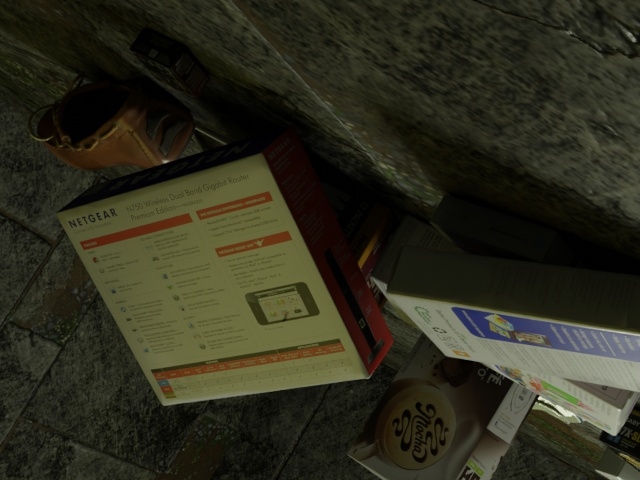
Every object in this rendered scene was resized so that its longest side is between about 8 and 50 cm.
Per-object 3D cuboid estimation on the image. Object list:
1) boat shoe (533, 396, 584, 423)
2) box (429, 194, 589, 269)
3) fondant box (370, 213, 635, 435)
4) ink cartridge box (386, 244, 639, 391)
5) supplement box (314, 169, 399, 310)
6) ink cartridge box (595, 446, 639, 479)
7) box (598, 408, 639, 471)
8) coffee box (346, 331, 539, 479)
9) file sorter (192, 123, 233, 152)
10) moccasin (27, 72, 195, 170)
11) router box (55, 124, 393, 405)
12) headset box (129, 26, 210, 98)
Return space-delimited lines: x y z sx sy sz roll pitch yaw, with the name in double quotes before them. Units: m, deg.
"boat shoe" 0.326 0.243 1.819 0.302 0.094 0.109 32 172 -2
"box" 0.217 0.027 1.090 0.145 0.038 0.186 23 170 43
"fondant box" 0.243 0.111 1.308 0.330 0.096 0.238 29 172 21
"ink cartridge box" 0.262 0.087 1.001 0.371 0.069 0.176 10 159 33
"supplement box" 0.000 0.000 1.407 0.194 0.129 0.191 28 171 22
"ink cartridge box" 0.634 0.446 1.931 0.212 0.093 0.154 33 173 3
"box" 0.626 0.381 1.614 0.257 0.079 0.322 39 169 -39
"coffee box" 0.198 0.236 1.516 0.168 0.297 0.119 27 168 35
"file sorter" -0.184 -0.004 1.546 0.193 0.278 0.173 29 170 18
"moccasin" -0.335 -0.176 1.547 0.147 0.139 0.380 37 170 -33
"router box" -0.119 0.045 1.286 0.335 0.082 0.301 -12 112 33
"headset box" -0.166 -0.195 1.171 0.062 0.032 0.083 28 173 25
